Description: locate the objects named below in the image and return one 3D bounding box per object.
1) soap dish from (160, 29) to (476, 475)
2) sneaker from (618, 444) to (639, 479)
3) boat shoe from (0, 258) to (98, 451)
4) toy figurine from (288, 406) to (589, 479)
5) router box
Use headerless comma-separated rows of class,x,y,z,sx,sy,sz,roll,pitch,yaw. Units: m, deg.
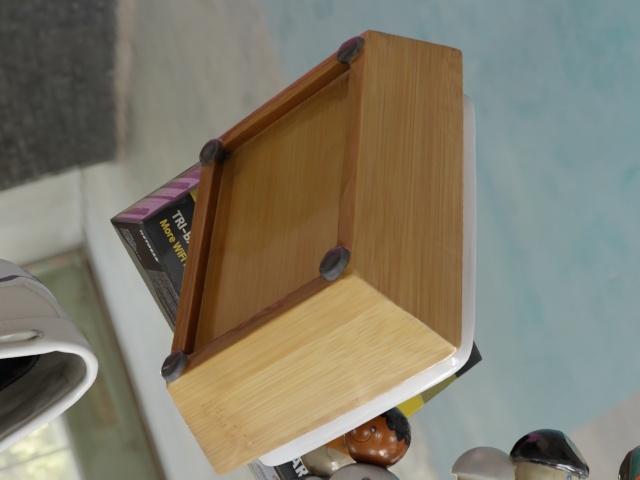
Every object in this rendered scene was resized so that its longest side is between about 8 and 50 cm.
soap dish,0.000,0.000,1.146,0.118,0.229,0.291,35,-140,-30
sneaker,0.312,0.252,1.385,0.121,0.302,0.108,-8,128,47
boat shoe,-0.227,0.098,0.724,0.088,0.267,0.096,34,137,43
toy figurine,0.079,0.203,1.192,0.213,0.209,0.148,137,148,-74
router box,-0.016,0.049,1.475,0.081,0.243,0.309,5,127,61
